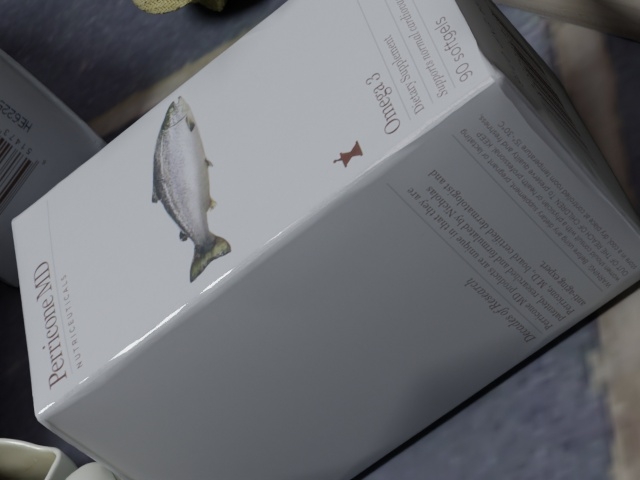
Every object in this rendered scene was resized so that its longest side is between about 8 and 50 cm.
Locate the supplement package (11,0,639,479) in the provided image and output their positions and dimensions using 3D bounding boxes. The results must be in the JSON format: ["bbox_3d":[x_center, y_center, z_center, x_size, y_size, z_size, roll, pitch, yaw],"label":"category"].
[{"bbox_3d":[0.000,0.000,0.547,0.179,0.105,0.105,-37,40,14],"label":"supplement package"}]

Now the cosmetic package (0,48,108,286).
[{"bbox_3d":[-0.214,-0.063,0.801,0.231,0.117,0.085,23,74,49],"label":"cosmetic package"}]

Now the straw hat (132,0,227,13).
[{"bbox_3d":[-0.063,-0.135,0.756,0.144,0.144,0.061,7,101,47],"label":"straw hat"}]

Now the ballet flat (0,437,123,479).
[{"bbox_3d":[-0.102,0.105,0.581,0.232,0.080,0.073,5,51,46],"label":"ballet flat"}]

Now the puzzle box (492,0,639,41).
[{"bbox_3d":[0.227,-0.164,0.516,0.272,0.052,0.409,-55,38,-8],"label":"puzzle box"}]
